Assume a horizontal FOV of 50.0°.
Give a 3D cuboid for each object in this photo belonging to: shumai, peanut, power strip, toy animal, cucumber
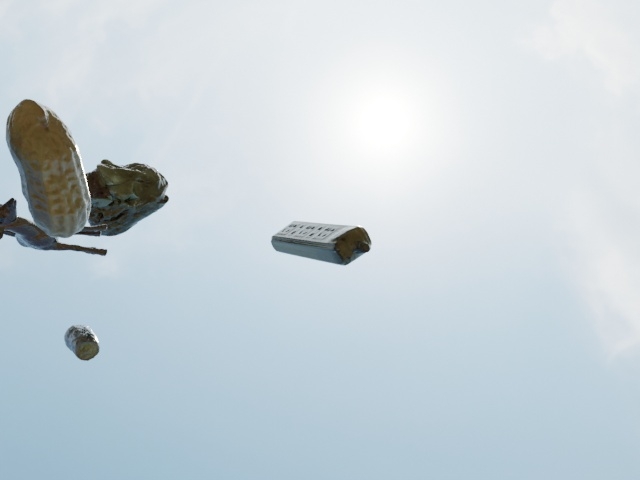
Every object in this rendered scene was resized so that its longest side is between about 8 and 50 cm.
[{"bbox_3d":[-0.573,-0.141,1.911,0.256,0.218,0.189,-34,-124,8],"label":"shumai"},{"bbox_3d":[-0.359,-0.094,0.911,0.083,0.194,0.093,-16,-152,-19],"label":"peanut"},{"bbox_3d":[0.000,0.000,1.559,0.092,0.066,0.387,-35,-160,-23],"label":"power strip"},{"bbox_3d":[-0.509,-0.013,1.199,0.260,0.243,0.087,9,-108,-26],"label":"toy animal"},{"bbox_3d":[-0.525,0.226,1.520,0.064,0.064,0.112,-21,-158,-30],"label":"cucumber"}]
